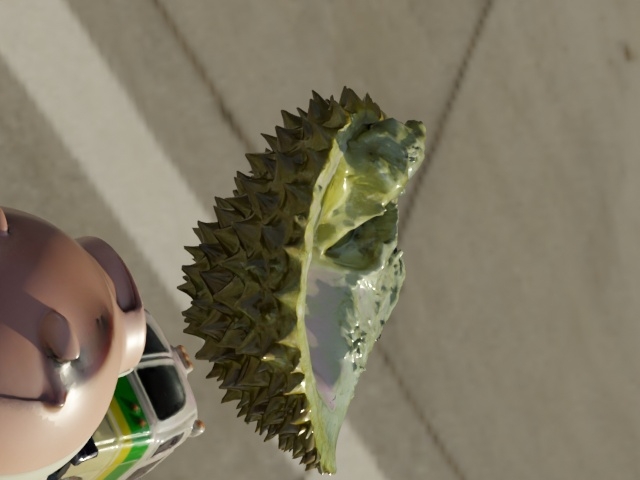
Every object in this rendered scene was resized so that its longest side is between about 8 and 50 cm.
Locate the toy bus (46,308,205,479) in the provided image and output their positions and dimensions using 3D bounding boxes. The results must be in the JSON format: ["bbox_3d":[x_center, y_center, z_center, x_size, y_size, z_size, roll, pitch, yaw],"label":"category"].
[{"bbox_3d":[-0.241,0.169,1.475,0.179,0.305,0.143,-8,63,-49],"label":"toy bus"}]

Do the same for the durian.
[{"bbox_3d":[0.000,0.000,1.375,0.166,0.172,0.306,29,51,-13],"label":"durian"}]

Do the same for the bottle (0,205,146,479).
[{"bbox_3d":[-0.166,0.066,0.796,0.147,0.236,0.147,17,55,-27],"label":"bottle"}]
